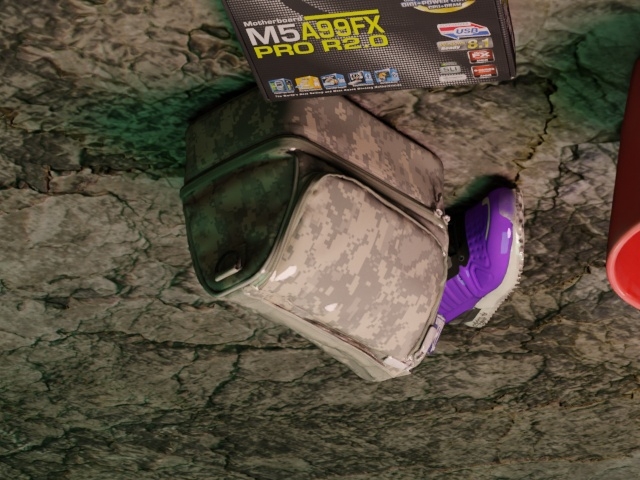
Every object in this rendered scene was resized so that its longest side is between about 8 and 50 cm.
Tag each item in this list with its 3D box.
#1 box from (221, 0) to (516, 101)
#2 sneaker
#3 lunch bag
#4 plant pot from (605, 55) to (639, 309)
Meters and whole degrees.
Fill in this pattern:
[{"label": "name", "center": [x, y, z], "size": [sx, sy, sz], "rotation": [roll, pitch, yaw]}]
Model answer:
[{"label": "box", "center": [0.049, -0.230, 1.649], "size": [0.270, 0.060, 0.216], "rotation": [-4, 151, 11]}, {"label": "sneaker", "center": [0.160, 0.026, 2.056], "size": [0.146, 0.102, 0.293], "rotation": [7, 151, -7]}, {"label": "lunch bag", "center": [0.000, 0.000, 1.865], "size": [0.213, 0.256, 0.305], "rotation": [-21, 144, 36]}, {"label": "plant pot", "center": [0.424, -0.077, 1.707], "size": [0.275, 0.243, 0.275], "rotation": [2, 151, 1]}]
